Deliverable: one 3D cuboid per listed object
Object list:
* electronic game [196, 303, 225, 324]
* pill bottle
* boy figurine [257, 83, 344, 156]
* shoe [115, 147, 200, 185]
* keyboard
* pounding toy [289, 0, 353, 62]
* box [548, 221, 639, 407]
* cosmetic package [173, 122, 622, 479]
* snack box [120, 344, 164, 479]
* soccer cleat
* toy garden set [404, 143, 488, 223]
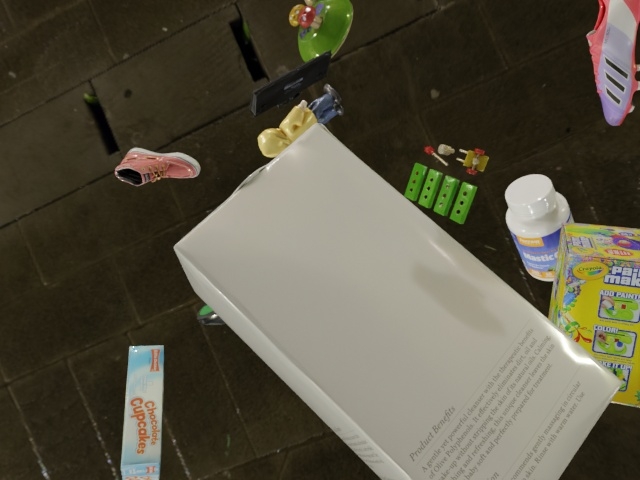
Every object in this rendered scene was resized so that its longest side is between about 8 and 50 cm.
[{"bbox_3d":[-0.104,0.061,0.866,0.229,0.229,0.048,-34,99,9],"label":"electronic game"},{"bbox_3d":[0.569,-0.033,1.365,0.152,0.152,0.272,-31,125,9],"label":"pill bottle"},{"bbox_3d":[-0.061,-0.345,1.614,0.285,0.177,0.092,-37,66,-4],"label":"boy figurine"},{"bbox_3d":[-0.362,-0.154,1.180,0.178,0.081,0.063,11,136,9],"label":"shoe"},{"bbox_3d":[-0.059,-0.298,1.020,0.180,0.108,0.023,-33,79,-18],"label":"keyboard"},{"bbox_3d":[-0.016,-0.562,1.312,0.183,0.110,0.236,-8,69,50],"label":"pounding toy"},{"bbox_3d":[0.573,0.132,1.087,0.177,0.290,0.279,7,107,21],"label":"box"},{"bbox_3d":[0.058,0.087,0.518,0.365,0.155,0.197,43,70,13],"label":"cosmetic package"},{"bbox_3d":[-0.306,0.336,0.923,0.060,0.322,0.187,2,54,-17],"label":"snack box"},{"bbox_3d":[0.529,-0.335,0.968,0.095,0.083,0.248,3,109,15],"label":"soccer cleat"},{"bbox_3d":[0.365,-0.182,1.521,0.049,0.244,0.203,5,109,-35],"label":"toy garden set"}]
